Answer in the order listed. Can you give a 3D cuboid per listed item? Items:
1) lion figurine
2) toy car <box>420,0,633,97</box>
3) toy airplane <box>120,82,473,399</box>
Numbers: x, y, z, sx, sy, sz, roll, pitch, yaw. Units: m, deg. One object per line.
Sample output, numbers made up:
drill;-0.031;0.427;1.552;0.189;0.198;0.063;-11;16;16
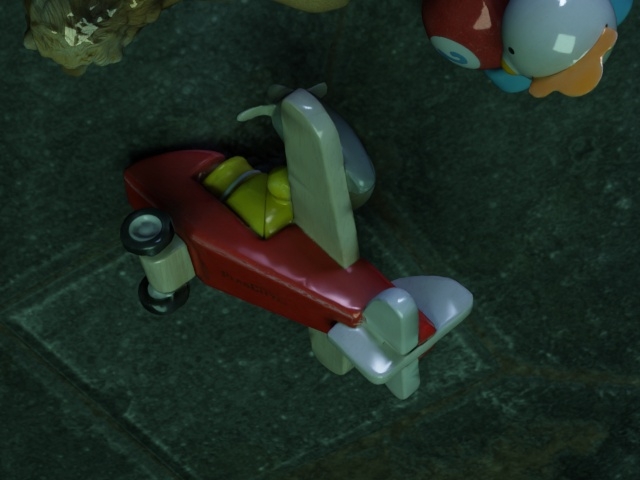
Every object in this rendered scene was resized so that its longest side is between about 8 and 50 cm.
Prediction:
lion figurine;-0.085;-0.270;1.301;0.392;0.240;0.142;-7;130;5
toy car;0.213;-0.216;1.369;0.210;0.238;0.219;-35;130;21
toy airplane;0.000;0.000;1.523;0.384;0.272;0.386;44;148;-20
